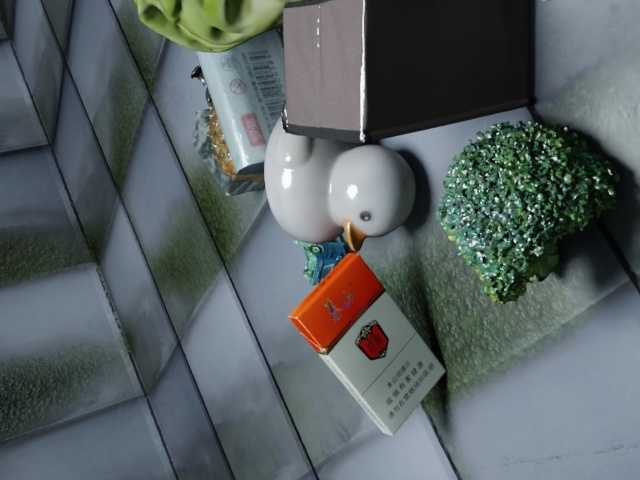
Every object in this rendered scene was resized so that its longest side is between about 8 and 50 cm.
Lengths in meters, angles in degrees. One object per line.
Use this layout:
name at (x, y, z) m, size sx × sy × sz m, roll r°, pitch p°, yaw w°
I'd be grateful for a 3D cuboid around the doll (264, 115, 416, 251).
doll at (0.038, -0.101, 1.179) m, size 0.221 × 0.221 × 0.250 m, roll 142°, pitch 137°, yaw -58°

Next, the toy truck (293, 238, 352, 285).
toy truck at (0.000, 0.000, 1.392) m, size 0.175 × 0.081 × 0.067 m, roll -109°, pitch 24°, yaw -47°

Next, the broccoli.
broccoli at (0.235, -0.017, 0.903) m, size 0.194 × 0.219 × 0.194 m, roll 22°, pitch 153°, yaw 12°

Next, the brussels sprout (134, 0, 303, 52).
brussels sprout at (-0.147, -0.479, 1.149) m, size 0.361 × 0.343 × 0.425 m, roll 170°, pitch 89°, yaw -82°

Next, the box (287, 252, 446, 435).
box at (0.073, 0.151, 1.161) m, size 0.245 × 0.139 × 0.035 m, roll 54°, pitch 157°, yaw -20°

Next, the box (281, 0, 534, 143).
box at (0.097, -0.212, 0.925) m, size 0.188 × 0.252 × 0.153 m, roll 19°, pitch 119°, yaw 56°

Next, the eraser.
eraser at (-0.093, -0.230, 1.321) m, size 0.081 × 0.174 × 0.226 m, roll -30°, pitch 77°, yaw 53°

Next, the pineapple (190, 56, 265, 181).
pineapple at (-0.155, -0.262, 1.437) m, size 0.141 × 0.170 × 0.309 m, roll -25°, pitch 76°, yaw 29°

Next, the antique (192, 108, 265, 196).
antique at (-0.180, -0.183, 1.577) m, size 0.183 × 0.086 × 0.088 m, roll 54°, pitch 144°, yaw 32°
